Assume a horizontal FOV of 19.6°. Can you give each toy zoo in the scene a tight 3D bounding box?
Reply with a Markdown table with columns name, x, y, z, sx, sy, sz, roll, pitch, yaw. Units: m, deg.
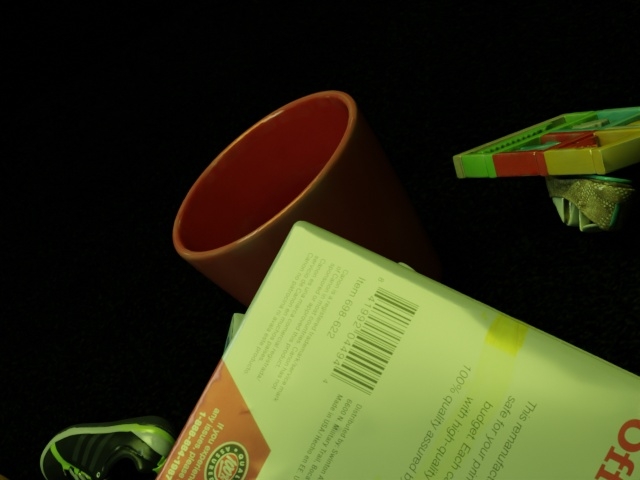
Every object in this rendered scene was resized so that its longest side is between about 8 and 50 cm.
| name | x | y | z | sx | sy | sz | roll | pitch | yaw |
| --- | --- | --- | --- | --- | --- | --- | --- | --- | --- |
| toy zoo | 0.316 | -0.114 | 2.111 | 0.192 | 0.030 | 0.293 | -22 | 13 | -33 |

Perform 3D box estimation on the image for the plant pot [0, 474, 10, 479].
| name | x | y | z | sx | sy | sz | roll | pitch | yaw |
| --- | --- | --- | --- | --- | --- | --- | --- | --- | --- |
| plant pot | -0.370 | 0.377 | 2.176 | 0.205 | 0.188 | 0.205 | -32 | 27 | 18 |

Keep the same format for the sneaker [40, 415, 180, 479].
| name | x | y | z | sx | sy | sz | roll | pitch | yaw |
| --- | --- | --- | --- | --- | --- | --- | --- | --- | --- |
| sneaker | -0.275 | 0.283 | 2.319 | 0.235 | 0.084 | 0.097 | -20 | 33 | 36 |

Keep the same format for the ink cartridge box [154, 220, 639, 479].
| name | x | y | z | sx | sy | sz | roll | pitch | yaw |
| --- | --- | --- | --- | --- | --- | --- | --- | --- | --- |
| ink cartridge box | 0.096 | 0.196 | 1.506 | 0.385 | 0.160 | 0.279 | 26 | 82 | 26 |

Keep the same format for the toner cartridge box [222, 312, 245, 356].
| name | x | y | z | sx | sy | sz | roll | pitch | yaw |
| --- | --- | --- | --- | --- | --- | --- | --- | --- | --- |
| toner cartridge box | 0.076 | 0.173 | 1.754 | 0.165 | 0.348 | 0.075 | -90 | 12 | -59 |

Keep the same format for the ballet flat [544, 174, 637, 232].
| name | x | y | z | sx | sy | sz | roll | pitch | yaw |
| --- | --- | --- | --- | --- | --- | --- | --- | --- | --- |
| ballet flat | 0.294 | -0.045 | 2.077 | 0.206 | 0.073 | 0.067 | -141 | 61 | -80 |

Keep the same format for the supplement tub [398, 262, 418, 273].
| name | x | y | z | sx | sy | sz | roll | pitch | yaw |
| --- | --- | --- | --- | --- | --- | --- | --- | --- | --- |
| supplement tub | 0.041 | 0.175 | 1.935 | 0.272 | 0.191 | 0.191 | -42 | 25 | -4 |

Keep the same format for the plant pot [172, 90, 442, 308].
| name | x | y | z | sx | sy | sz | roll | pitch | yaw |
| --- | --- | --- | --- | --- | --- | --- | --- | --- | --- |
| plant pot | 0.000 | 0.000 | 2.212 | 0.275 | 0.243 | 0.275 | -31 | 27 | 18 |
